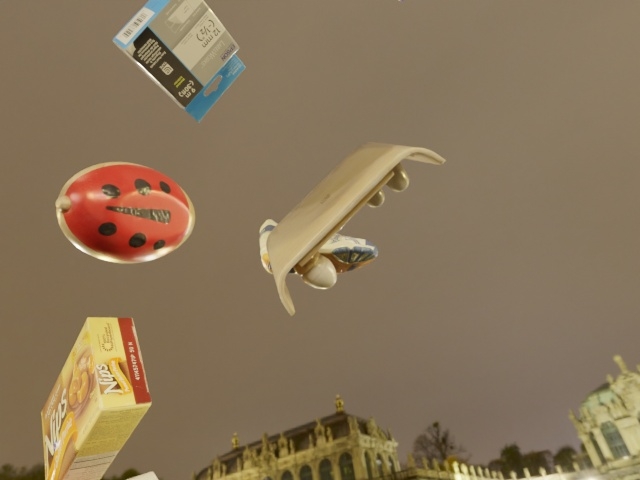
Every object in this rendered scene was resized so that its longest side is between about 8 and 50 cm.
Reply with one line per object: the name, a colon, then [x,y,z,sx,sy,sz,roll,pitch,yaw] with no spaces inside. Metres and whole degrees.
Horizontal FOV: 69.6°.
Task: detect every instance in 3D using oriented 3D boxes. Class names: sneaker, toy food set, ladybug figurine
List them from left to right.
ladybug figurine: [-0.549,-0.079,1.381,0.161,0.305,0.449,5,3,33]
sneaker: [0.000,0.000,1.086,0.296,0.131,0.112,3,-37,-28]
toy food set: [0.038,-0.035,0.736,0.306,0.220,0.092,-44,-72,2]

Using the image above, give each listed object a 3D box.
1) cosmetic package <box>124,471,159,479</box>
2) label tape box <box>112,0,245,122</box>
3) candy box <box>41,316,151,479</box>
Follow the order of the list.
cosmetic package: [-0.218,0.505,0.563,0.156,0.385,0.217,-54,-27,3]
label tape box: [-0.374,-0.531,1.345,0.249,0.115,0.347,-49,-41,-3]
candy box: [-0.425,0.311,0.851,0.087,0.183,0.316,9,-52,-41]
